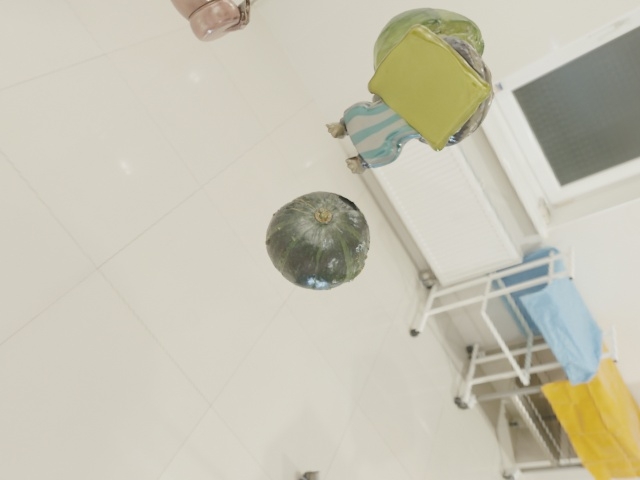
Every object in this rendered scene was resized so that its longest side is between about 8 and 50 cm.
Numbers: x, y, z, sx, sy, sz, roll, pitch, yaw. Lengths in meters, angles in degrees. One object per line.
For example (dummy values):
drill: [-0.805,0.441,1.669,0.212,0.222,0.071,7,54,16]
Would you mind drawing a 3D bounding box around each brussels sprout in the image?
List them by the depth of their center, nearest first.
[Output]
brussels sprout: [0.327,-0.589,1.740,0.371,0.315,0.275,-36,138,-20]

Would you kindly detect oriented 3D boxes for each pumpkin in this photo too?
pumpkin: [-0.001,0.000,0.961,0.146,0.191,0.190,82,4,-64]

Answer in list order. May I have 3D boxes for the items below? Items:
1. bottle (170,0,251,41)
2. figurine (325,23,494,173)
bottle: [-0.320,-0.699,1.451,0.206,0.173,0.296,-33,101,-30]
figurine: [0.260,-0.316,1.337,0.378,0.361,0.266,-10,71,-62]
